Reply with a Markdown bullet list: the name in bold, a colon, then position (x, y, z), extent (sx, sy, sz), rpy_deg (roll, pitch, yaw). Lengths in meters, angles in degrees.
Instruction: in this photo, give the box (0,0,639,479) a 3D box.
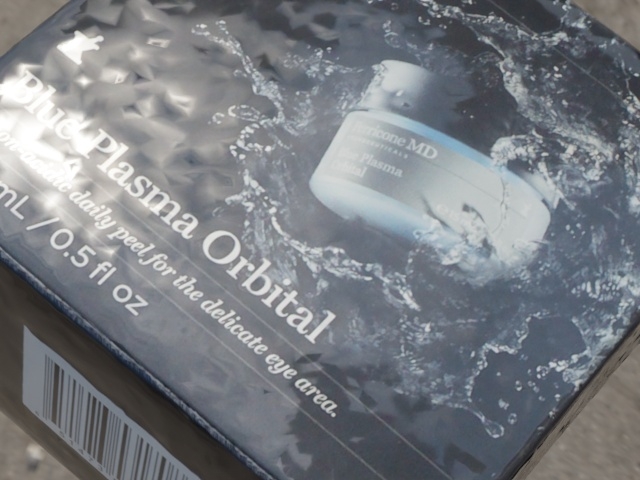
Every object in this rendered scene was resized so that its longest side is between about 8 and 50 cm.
- **box**: position (0.000, 0.000, 0.429), extent (0.156, 0.093, 0.158), rpy_deg (39, 60, 12)
